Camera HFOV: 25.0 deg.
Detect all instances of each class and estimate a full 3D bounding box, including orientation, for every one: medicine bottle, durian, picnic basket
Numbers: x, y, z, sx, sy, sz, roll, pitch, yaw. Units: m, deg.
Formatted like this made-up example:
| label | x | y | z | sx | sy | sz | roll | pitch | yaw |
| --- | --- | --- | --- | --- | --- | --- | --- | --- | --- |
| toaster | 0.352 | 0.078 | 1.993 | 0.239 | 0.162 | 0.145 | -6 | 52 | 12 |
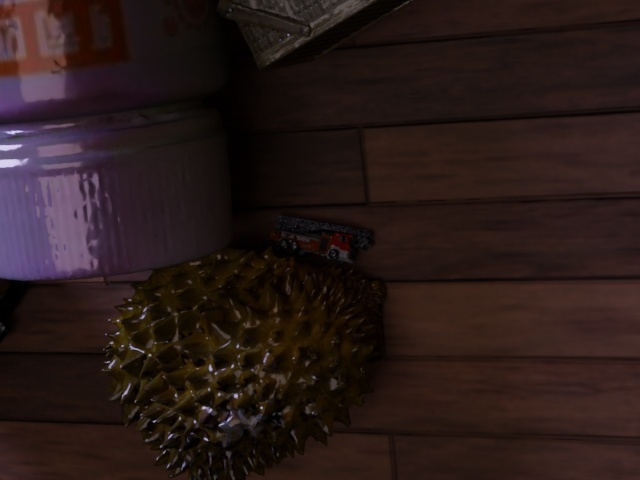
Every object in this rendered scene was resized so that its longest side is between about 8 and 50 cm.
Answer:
| label | x | y | z | sx | sy | sz | roll | pitch | yaw |
| --- | --- | --- | --- | --- | --- | --- | --- | --- | --- |
| medicine bottle | -0.182 | -0.176 | 1.080 | 0.219 | 0.219 | 0.388 | -1 | 102 | 24 |
| durian | -0.076 | 0.111 | 1.141 | 0.249 | 0.138 | 0.183 | -33 | 123 | 32 |
| picnic basket | 0.015 | -0.194 | 1.046 | 0.164 | 0.115 | 0.079 | -27 | 89 | 26 |

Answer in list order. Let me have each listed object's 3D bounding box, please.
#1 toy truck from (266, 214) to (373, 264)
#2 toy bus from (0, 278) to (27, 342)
| label | x | y | z | sx | sy | sz | roll | pitch | yaw |
| --- | --- | --- | --- | --- | --- | --- | --- | --- | --- |
| toy truck | 0.000 | 0.000 | 1.147 | 0.083 | 0.024 | 0.032 | 12 | 77 | 24 |
| toy bus | -0.404 | 0.072 | 1.175 | 0.162 | 0.323 | 0.194 | 41 | 113 | 10 |
